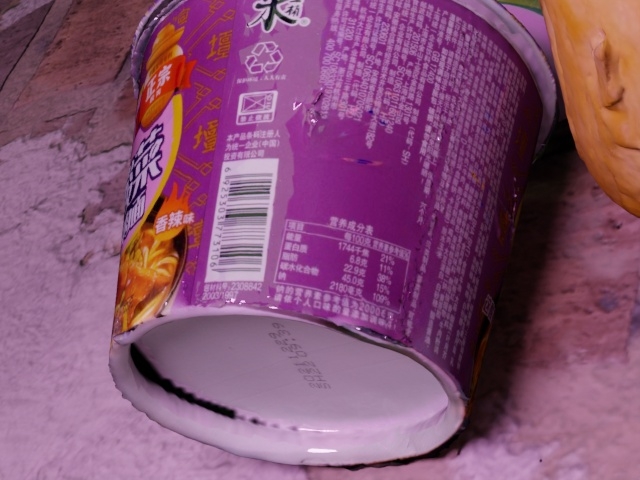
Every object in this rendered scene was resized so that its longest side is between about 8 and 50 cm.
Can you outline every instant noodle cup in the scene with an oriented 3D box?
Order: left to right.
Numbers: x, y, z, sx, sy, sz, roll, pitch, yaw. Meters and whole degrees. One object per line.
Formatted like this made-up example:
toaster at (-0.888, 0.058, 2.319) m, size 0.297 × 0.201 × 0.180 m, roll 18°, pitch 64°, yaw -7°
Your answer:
instant noodle cup at (0.000, 0.000, 0.934) m, size 0.340 × 0.340 × 0.266 m, roll -12°, pitch 54°, yaw 32°

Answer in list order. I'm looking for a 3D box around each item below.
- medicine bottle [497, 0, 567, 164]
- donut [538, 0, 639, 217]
medicine bottle at (0.188, -0.191, 1.113) m, size 0.133 × 0.133 × 0.274 m, roll 1°, pitch 51°, yaw 41°
donut at (0.229, -0.208, 0.834) m, size 0.198 × 0.449 × 0.449 m, roll -15°, pitch 40°, yaw 11°
